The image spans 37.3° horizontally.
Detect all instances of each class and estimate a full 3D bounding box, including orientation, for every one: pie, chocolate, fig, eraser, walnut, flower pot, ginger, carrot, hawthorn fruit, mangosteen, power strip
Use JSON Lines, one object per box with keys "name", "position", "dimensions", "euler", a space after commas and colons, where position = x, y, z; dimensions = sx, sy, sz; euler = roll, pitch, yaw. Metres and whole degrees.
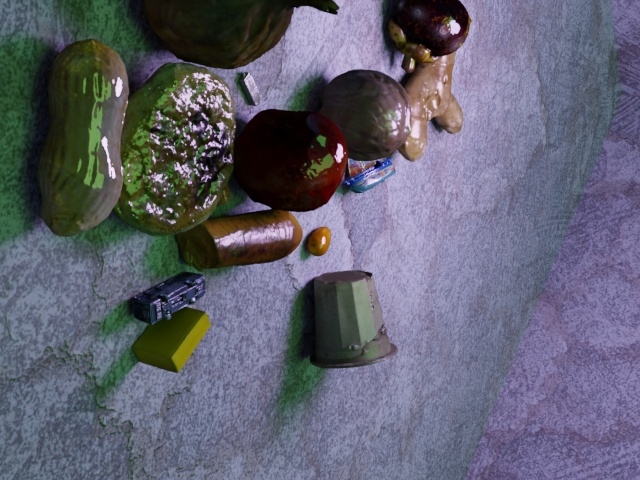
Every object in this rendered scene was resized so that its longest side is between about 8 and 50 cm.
{"name": "pie", "position": [-0.245, -0.152, 1.665], "dimensions": [0.323, 0.070, 0.323], "euler": [-25, 122, -48]}
{"name": "chocolate", "position": [-0.368, -0.158, 1.484], "dimensions": [0.134, 0.134, 0.310], "euler": [5, 94, -58]}
{"name": "fig", "position": [-0.112, -0.410, 1.610], "dimensions": [0.286, 0.368, 0.286], "euler": [-38, 140, -42]}
{"name": "eraser", "position": [-0.275, 0.178, 1.766], "dimensions": [0.122, 0.097, 0.045], "euler": [-56, 141, -35]}
{"name": "walnut", "position": [0.102, -0.279, 2.118], "dimensions": [0.224, 0.224, 0.224], "euler": [-24, 119, -53]}
{"name": "flower pot", "position": [0.073, 0.180, 2.236], "dimensions": [0.212, 0.212, 0.203], "euler": [-17, 106, -55]}
{"name": "ginger", "position": [0.282, -0.411, 2.489], "dimensions": [0.363, 0.122, 0.348], "euler": [-27, 120, -46]}
{"name": "carrot", "position": [-0.152, -0.002, 1.895], "dimensions": [0.301, 0.114, 0.114], "euler": [-11, 108, -54]}
{"name": "hawthorn fruit", "position": [-0.052, -0.150, 1.920], "dimensions": [0.266, 0.230, 0.210], "euler": [64, 19, -64]}
{"name": "mangosteen", "position": [0.260, -0.517, 2.350], "dimensions": [0.192, 0.192, 0.217], "euler": [16, 106, -58]}
{"name": "power strip", "position": [-0.141, -0.306, 1.910], "dimensions": [0.027, 0.017, 0.083], "euler": [-60, 144, -30]}

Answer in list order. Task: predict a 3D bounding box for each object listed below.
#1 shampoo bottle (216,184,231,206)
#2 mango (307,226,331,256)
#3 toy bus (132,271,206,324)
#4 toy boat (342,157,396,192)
{"name": "shampoo bottle", "position": [-0.212, -0.169, 1.804], "dimensions": [0.108, 0.051, 0.221], "euler": [-48, 137, -45]}
{"name": "mango", "position": [0.000, 0.000, 2.206], "dimensions": [0.089, 0.046, 0.060], "euler": [-57, 146, -52]}
{"name": "toy bus", "position": [-0.280, 0.105, 1.765], "dimensions": [0.166, 0.065, 0.047], "euler": [-29, 123, -54]}
{"name": "toy boat", "position": [0.100, -0.174, 2.296], "dimensions": [0.175, 0.091, 0.110], "euler": [-31, 91, -47]}
